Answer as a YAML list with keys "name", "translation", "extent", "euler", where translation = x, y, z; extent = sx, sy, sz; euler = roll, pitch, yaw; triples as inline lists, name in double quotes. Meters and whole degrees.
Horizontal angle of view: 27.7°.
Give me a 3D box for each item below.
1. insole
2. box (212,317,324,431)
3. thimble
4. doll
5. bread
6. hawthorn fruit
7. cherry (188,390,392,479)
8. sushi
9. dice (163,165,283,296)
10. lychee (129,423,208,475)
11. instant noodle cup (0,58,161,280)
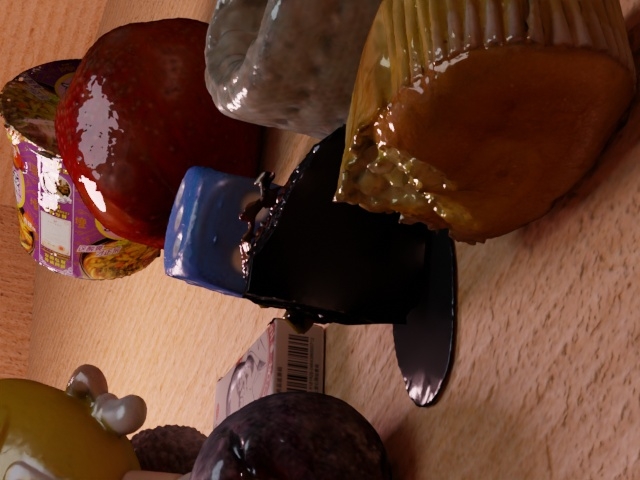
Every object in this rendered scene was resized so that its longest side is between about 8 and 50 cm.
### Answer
- name: "insole"
  translation: [0.087, -0.004, 1.190]
  extent: [0.119, 0.009, 0.348]
  euler: [122, 152, -44]
- name: "box"
  translation: [-0.065, 0.285, 1.383]
  extent: [0.214, 0.069, 0.353]
  euler: [130, 148, -56]
- name: "thimble"
  translation: [0.021, -0.236, 1.217]
  extent: [0.291, 0.195, 0.291]
  euler: [-167, 90, -70]
- name: "doll"
  translation: [-0.271, 0.308, 1.422]
  extent: [0.423, 0.161, 0.348]
  euler: [-14, 72, 26]
- name: "bread"
  translation: [0.112, -0.096, 0.909]
  extent: [0.250, 0.179, 0.133]
  euler: [128, 143, -53]
- name: "hawthorn fruit"
  translation: [-0.204, -0.117, 1.735]
  extent: [0.285, 0.285, 0.369]
  euler: [122, 144, -46]
- name: "cherry"
  translation: [-0.027, 0.222, 1.142]
  extent: [0.195, 0.195, 0.195]
  euler: [-169, 90, -72]
- name: "sushi"
  translation: [0.000, 0.000, 1.196]
  extent: [0.150, 0.153, 0.172]
  euler: [135, 145, -66]
- name: "dice"
  translation: [-0.102, -0.008, 1.540]
  extent: [0.146, 0.143, 0.146]
  euler: [-179, 103, -72]
- name: "lychee"
  translation: [-0.177, 0.301, 1.544]
  extent: [0.197, 0.165, 0.165]
  euler: [-119, 42, -80]
- name: "instant noodle cup"
  translation: [-0.378, -0.110, 2.168]
  extent: [0.340, 0.340, 0.266]
  euler: [-104, 23, -52]
